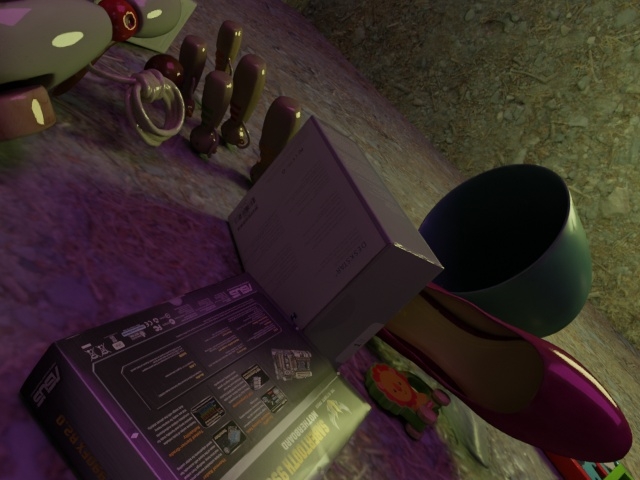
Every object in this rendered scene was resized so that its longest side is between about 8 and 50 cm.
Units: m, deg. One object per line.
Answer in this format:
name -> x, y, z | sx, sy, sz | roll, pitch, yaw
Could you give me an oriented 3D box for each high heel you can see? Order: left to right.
high heel -> 0.161, 0.130, 0.624 | 0.377, 0.127, 0.181 | 27, -1, 42

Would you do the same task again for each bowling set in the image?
bowling set -> -0.177, -0.210, 0.793 | 0.199, 0.154, 0.287 | -4, 48, -33

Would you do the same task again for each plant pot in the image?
plant pot -> 0.355, 0.046, 0.977 | 0.235, 0.293, 0.293 | 46, 18, -30

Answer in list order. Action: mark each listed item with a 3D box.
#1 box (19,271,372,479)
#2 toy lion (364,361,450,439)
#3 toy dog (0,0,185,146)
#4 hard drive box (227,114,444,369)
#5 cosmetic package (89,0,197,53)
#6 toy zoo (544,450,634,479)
box -> -0.073, 0.127, 0.415 | 0.183, 0.056, 0.231 | 47, 23, 10
toy lion -> 0.100, 0.182, 0.631 | 0.096, 0.034, 0.100 | 41, 21, 20
toy dog -> -0.295, -0.212, 0.547 | 0.160, 0.220, 0.333 | 7, 12, 18
hard drive box -> 0.000, 0.000, 0.601 | 0.089, 0.181, 0.232 | 24, 29, -39
cosmetic package -> -0.318, -0.401, 0.875 | 0.085, 0.117, 0.231 | 43, 16, 7
toy zoo -> 0.403, 0.318, 0.864 | 0.192, 0.030, 0.293 | 12, 37, -50
